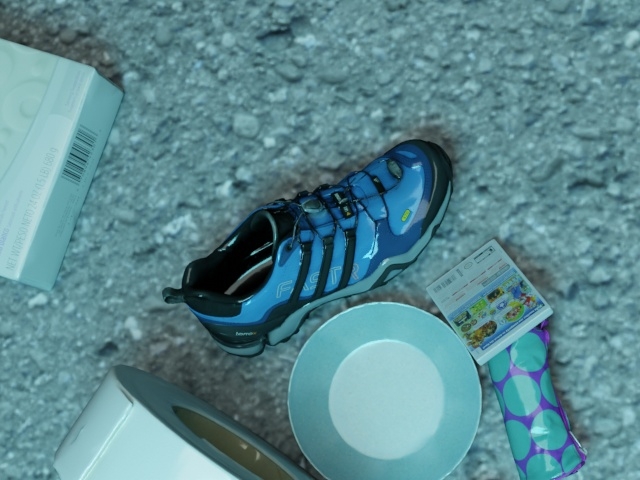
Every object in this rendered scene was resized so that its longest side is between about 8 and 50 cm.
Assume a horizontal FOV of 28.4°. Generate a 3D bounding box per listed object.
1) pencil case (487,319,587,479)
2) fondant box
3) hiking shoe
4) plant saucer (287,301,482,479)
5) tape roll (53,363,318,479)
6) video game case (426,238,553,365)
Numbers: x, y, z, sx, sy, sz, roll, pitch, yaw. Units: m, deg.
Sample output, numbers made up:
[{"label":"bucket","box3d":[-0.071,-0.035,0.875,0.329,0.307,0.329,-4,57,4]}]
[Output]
[{"label":"pencil case","box3d":[0.208,0.158,1.226,0.070,0.064,0.151,-20,78,19]},{"label":"fondant box","box3d":[-0.411,-0.110,1.376,0.330,0.096,0.238,18,85,15]},{"label":"hiking shoe","box3d":[0.000,0.000,1.246,0.304,0.132,0.113,-39,58,2]},{"label":"plant saucer","box3d":[0.065,0.160,1.268,0.195,0.037,0.194,-2,80,11]},{"label":"tape roll","box3d":[-0.101,0.231,1.163,0.286,0.286,0.100,34,90,14]},{"label":"video game case","box3d":[0.164,0.059,1.242,0.087,0.011,0.122,-36,39,4]}]
